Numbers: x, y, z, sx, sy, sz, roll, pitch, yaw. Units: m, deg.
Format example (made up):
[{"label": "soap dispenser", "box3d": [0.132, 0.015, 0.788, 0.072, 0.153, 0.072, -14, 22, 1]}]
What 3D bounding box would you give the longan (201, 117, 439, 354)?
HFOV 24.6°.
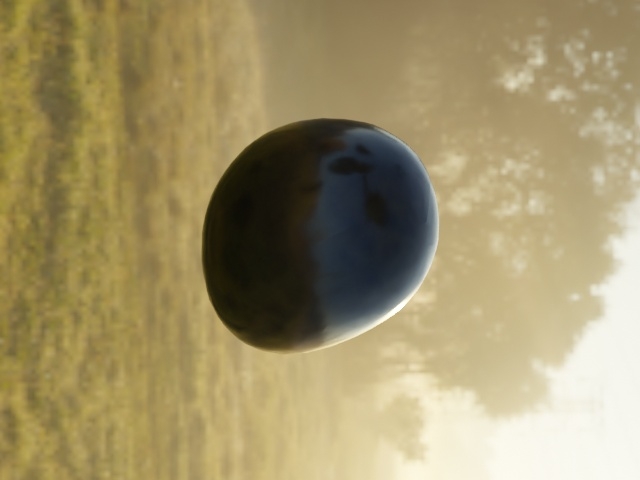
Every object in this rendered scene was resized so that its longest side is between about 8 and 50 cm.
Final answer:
[{"label": "longan", "box3d": [0.000, 0.000, 0.625, 0.092, 0.113, 0.113, 44, -19, 27]}]
